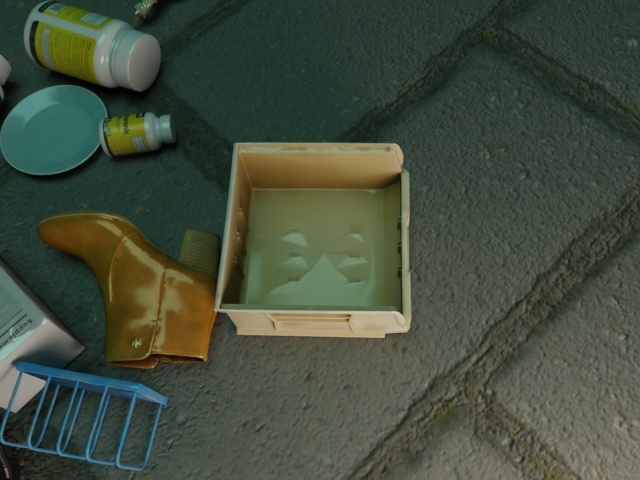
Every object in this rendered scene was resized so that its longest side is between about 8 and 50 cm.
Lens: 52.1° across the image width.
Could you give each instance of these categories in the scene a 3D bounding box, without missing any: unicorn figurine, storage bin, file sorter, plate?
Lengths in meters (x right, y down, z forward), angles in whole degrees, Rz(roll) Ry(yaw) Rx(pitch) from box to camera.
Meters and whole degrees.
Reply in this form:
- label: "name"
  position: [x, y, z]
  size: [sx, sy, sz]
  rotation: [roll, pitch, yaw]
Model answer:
- label: "unicorn figurine"
  position: [-0.306, -0.480, 1.241]
  size: [0.162, 0.060, 0.111]
  rotation: [-24, 65, -7]
- label: "storage bin"
  position: [0.000, 0.000, 0.955]
  size: [0.261, 0.123, 0.262]
  rotation: [0, 64, 5]
- label: "file sorter"
  position: [-0.313, 0.235, 0.870]
  size: [0.171, 0.118, 0.104]
  rotation: [9, 68, 8]
- label: "plate"
  position: [-0.458, -0.188, 1.134]
  size: [0.188, 0.024, 0.188]
  rotation: [-1, 65, 3]

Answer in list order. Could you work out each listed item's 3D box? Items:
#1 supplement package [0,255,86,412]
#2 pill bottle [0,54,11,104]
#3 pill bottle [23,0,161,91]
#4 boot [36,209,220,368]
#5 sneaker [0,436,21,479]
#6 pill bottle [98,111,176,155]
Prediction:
- label: "supplement package"
  position: [-0.482, 0.105, 0.935]
  size: [0.244, 0.133, 0.139]
  rotation: [40, 73, 20]
- label: "pill bottle"
  position: [-0.613, -0.244, 1.126]
  size: [0.108, 0.108, 0.180]
  rotation: [15, 66, 11]
- label: "pill bottle"
  position: [-0.396, -0.337, 1.148]
  size: [0.209, 0.119, 0.119]
  rotation: [20, 68, 13]
- label: "boot"
  position: [-0.294, 0.074, 0.953]
  size: [0.296, 0.104, 0.211]
  rotation: [6, 65, 3]
- label: "sneaker"
  position: [-0.421, 0.319, 0.826]
  size: [0.107, 0.124, 0.283]
  rotation: [-38, 60, 9]
- label: "pill bottle"
  position: [-0.303, -0.179, 1.095]
  size: [0.117, 0.065, 0.065]
  rotation: [-8, 64, 0]
